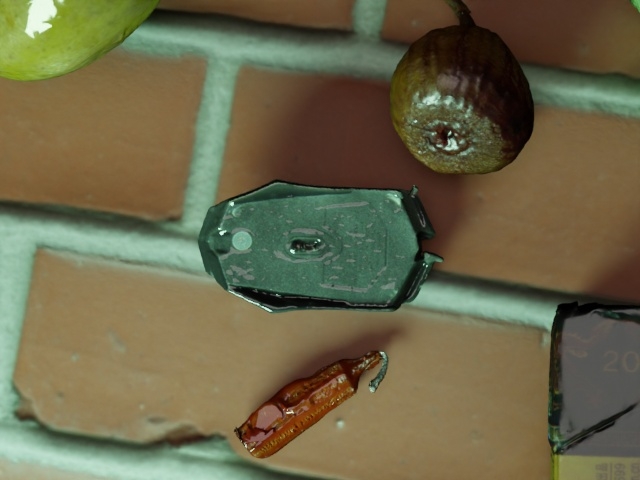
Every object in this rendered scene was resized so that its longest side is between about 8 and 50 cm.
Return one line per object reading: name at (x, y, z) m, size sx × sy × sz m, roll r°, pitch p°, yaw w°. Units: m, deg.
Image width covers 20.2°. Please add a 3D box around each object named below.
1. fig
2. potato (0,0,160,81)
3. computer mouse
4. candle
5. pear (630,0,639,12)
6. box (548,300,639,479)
fig at (0.135, -0.161, 1.689) m, size 0.134 × 0.146 × 0.201 m, roll 4°, pitch 46°, yaw 4°
potato at (-0.266, -0.348, 1.694) m, size 0.296 × 0.290 × 0.397 m, roll -42°, pitch 58°, yaw 29°
computer mouse at (0.000, 0.002, 1.697) m, size 0.231 × 0.071 × 0.126 m, roll 0°, pitch 97°, yaw -1°
candle at (-0.006, 0.150, 1.691) m, size 0.162 × 0.048 × 0.053 m, roll -34°, pitch 110°, yaw 1°
pear at (0.444, -0.187, 1.608) m, size 0.286 × 0.176 × 0.282 m, roll -38°, pitch 83°, yaw 7°
box at (0.252, 0.259, 1.539) m, size 0.116 × 0.264 × 0.415 m, roll 0°, pitch 86°, yaw 8°
